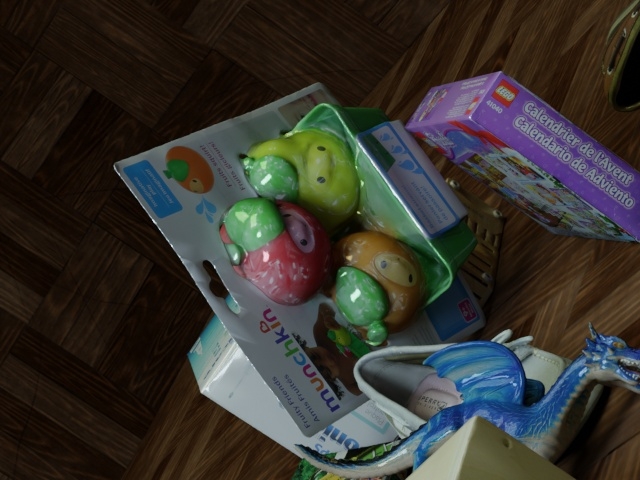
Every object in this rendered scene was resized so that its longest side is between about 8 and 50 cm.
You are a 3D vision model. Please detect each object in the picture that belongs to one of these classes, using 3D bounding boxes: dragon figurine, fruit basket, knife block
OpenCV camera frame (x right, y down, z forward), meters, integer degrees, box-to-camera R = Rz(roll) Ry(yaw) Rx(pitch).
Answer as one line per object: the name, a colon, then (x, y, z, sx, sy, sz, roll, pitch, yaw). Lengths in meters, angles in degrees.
dragon figurine: (0.130, 0.136, 1.441, 0.289, 0.085, 0.144, -3, 63, 32)
fruit basket: (0.000, 0.000, 1.832, 0.165, 0.327, 0.353, -40, -10, 33)
knife block: (0.112, 0.057, 2.160, 0.242, 0.088, 0.276, -52, 9, 27)

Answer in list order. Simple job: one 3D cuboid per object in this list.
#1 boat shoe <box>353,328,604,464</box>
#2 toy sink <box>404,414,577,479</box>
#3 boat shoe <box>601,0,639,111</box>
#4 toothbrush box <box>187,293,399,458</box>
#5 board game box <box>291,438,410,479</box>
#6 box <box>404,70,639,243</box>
boat shoe: (0.134, 0.139, 1.603, 0.118, 0.103, 0.320, -58, 18, -14)
toy sink: (0.093, 0.257, 1.269, 0.234, 0.153, 0.131, -50, 10, 39)
boat shoe: (0.379, -0.238, 1.781, 0.307, 0.110, 0.104, 119, 175, -49)
toothbrush box: (-0.028, 0.162, 2.105, 0.126, 0.216, 0.295, -56, 7, 1)
board game box: (-0.001, 0.300, 1.810, 0.136, 0.030, 0.260, -18, 26, 31)
box: (0.205, -0.080, 1.772, 0.057, 0.201, 0.293, -56, 9, -3)
